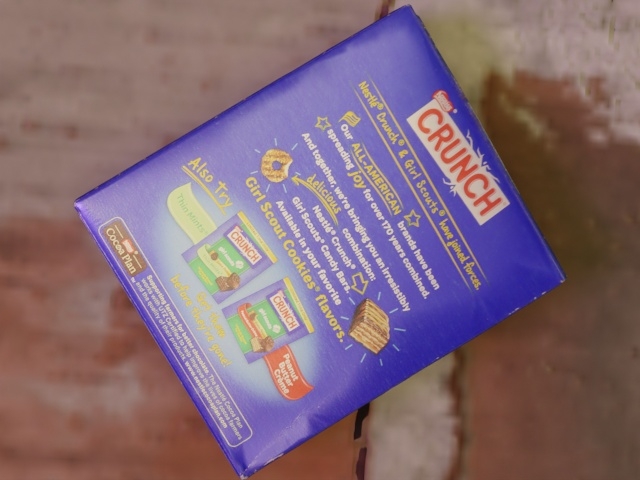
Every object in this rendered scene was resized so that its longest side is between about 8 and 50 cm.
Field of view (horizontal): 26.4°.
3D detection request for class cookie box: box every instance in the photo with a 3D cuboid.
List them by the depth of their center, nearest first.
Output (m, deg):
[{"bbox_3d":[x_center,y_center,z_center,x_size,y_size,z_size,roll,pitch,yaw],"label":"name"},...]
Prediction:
[{"bbox_3d":[0.000,0.000,0.388,0.107,0.040,0.092,-31,97,-4],"label":"cookie box"}]
